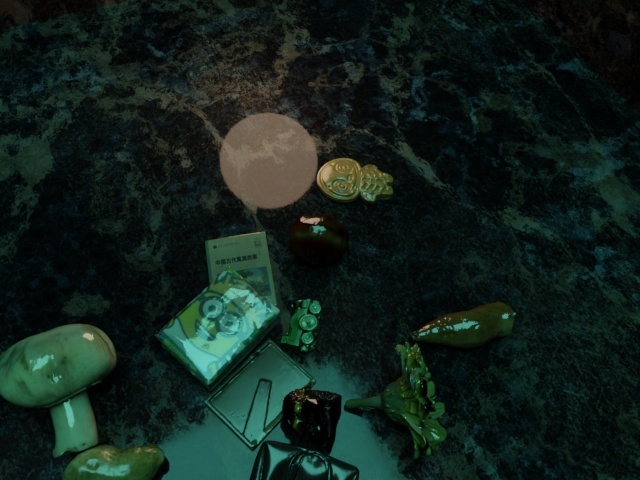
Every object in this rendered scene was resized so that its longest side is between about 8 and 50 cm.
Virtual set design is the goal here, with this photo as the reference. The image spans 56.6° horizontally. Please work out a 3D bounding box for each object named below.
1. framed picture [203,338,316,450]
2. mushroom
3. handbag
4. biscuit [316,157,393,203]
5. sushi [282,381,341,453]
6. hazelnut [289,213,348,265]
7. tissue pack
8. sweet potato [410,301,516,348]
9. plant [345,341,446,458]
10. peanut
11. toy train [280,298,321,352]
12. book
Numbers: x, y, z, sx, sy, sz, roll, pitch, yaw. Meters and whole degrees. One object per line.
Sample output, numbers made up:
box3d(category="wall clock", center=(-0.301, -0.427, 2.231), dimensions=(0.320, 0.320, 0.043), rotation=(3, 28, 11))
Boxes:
box3d(category="framed picture", center=(-0.176, 0.449, 1.766), dimensions=(0.209, 0.019, 0.281), rotation=(40, 62, 18))
box3d(category="mushroom", center=(-0.699, 0.403, 1.611), dimensions=(0.314, 0.314, 0.337), rotation=(-13, 82, -14))
box3d(category="handbag", center=(-0.057, 0.687, 1.579), dimensions=(0.285, 0.113, 0.257), rotation=(16, 65, 4))
box3d(category="biscuit", center=(0.130, -0.218, 2.212), dimensions=(0.288, 0.044, 0.202), rotation=(10, 57, 3))
box3d(category="sushi", center=(-0.029, 0.484, 1.679), dimensions=(0.150, 0.153, 0.172), rotation=(4, 17, 12))
box3d(category="hazelnut", center=(0.000, 0.000, 1.990), dimensions=(0.203, 0.178, 0.178), rotation=(10, 51, -37))
box3d(category="tissue pack", center=(-0.305, 0.262, 1.795), dimensions=(0.228, 0.128, 0.311), rotation=(39, 67, 13))
box3d(category="sweet potato", center=(0.450, 0.284, 1.878), dimensions=(0.336, 0.131, 0.131), rotation=(-13, 60, -13))
box3d(category="plant", center=(0.233, 0.432, 1.679), dimensions=(0.296, 0.261, 0.306), rotation=(13, 46, 3))
box3d(category="peanut", center=(-0.543, 0.601, 1.570), dimensions=(0.252, 0.122, 0.137), rotation=(0, 42, -9))
box3d(category="toy train", center=(-0.055, 0.266, 1.868), dimensions=(0.104, 0.071, 0.178), rotation=(7, 58, 11))
box3d(category="book", center=(-0.265, 0.109, 1.970), dimensions=(0.214, 0.025, 0.283), rotation=(-9, 61, -10))
